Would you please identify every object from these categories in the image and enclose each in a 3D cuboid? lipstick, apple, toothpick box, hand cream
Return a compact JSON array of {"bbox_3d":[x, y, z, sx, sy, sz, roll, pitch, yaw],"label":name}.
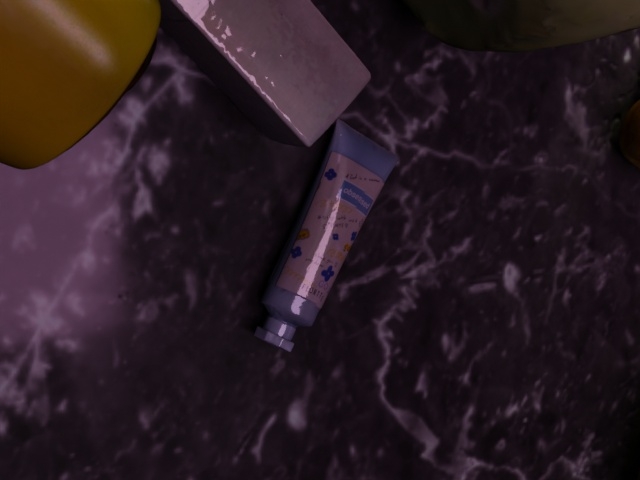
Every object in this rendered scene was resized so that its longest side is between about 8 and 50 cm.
[{"bbox_3d":[-0.115,-0.214,0.808,0.076,0.080,0.371,-49,116,-11],"label":"lipstick"},{"bbox_3d":[0.289,-0.085,1.033,0.084,0.084,0.071,26,98,-28],"label":"apple"},{"bbox_3d":[-0.223,-0.164,0.713,0.271,0.175,0.175,40,81,-30],"label":"toothpick box"},{"bbox_3d":[0.000,0.000,0.930,0.065,0.043,0.171,29,82,-34],"label":"hand cream"}]

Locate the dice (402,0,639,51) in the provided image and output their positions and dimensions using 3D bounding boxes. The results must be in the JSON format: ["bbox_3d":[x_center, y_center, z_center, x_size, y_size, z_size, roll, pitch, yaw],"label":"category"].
[{"bbox_3d":[0.165,-0.280,0.838,0.254,0.250,0.252,-27,110,-19],"label":"dice"}]

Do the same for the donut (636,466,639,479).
[{"bbox_3d":[0.434,0.247,1.131,0.377,0.163,0.435,-41,117,-12],"label":"donut"}]
